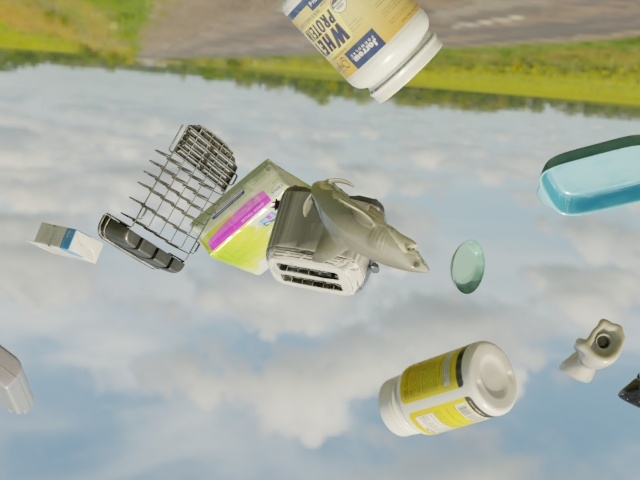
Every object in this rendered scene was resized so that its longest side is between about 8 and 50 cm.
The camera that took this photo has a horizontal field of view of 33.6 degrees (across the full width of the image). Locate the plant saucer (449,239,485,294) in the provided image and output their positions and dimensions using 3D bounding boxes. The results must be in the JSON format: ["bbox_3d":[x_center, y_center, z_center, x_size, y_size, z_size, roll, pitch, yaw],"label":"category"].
[{"bbox_3d":[0.313,0.057,2.287,0.021,0.119,0.119,6,-172,43],"label":"plant saucer"}]

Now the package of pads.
[{"bbox_3d":[-0.123,-0.039,2.236,0.101,0.229,0.296,53,-171,19],"label":"package of pads"}]

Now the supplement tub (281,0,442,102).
[{"bbox_3d":[0.094,-0.481,2.333,0.316,0.228,0.228,46,-175,-8],"label":"supplement tub"}]

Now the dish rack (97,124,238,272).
[{"bbox_3d":[-0.269,-0.081,1.965,0.074,0.272,0.208,24,171,32],"label":"dish rack"}]

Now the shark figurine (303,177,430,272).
[{"bbox_3d":[0.018,-0.024,1.557,0.166,0.116,0.278,27,-170,-42],"label":"shark figurine"}]

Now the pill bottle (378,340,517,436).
[{"bbox_3d":[0.198,0.242,1.691,0.119,0.119,0.208,-5,165,-46],"label":"pill bottle"}]

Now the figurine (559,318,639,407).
[{"bbox_3d":[0.581,0.255,2.067,0.214,0.092,0.209,24,156,8],"label":"figurine"}]

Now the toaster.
[{"bbox_3d":[0.000,0.000,1.819,0.226,0.147,0.129,11,152,15],"label":"toaster"}]

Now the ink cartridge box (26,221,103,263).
[{"bbox_3d":[-0.308,0.001,1.275,0.083,0.028,0.048,10,165,37],"label":"ink cartridge box"}]

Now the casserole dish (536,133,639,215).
[{"bbox_3d":[0.380,-0.089,1.407,0.188,0.037,0.114,-13,139,28],"label":"casserole dish"}]

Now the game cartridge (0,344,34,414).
[{"bbox_3d":[-0.590,0.160,1.685,0.297,0.062,0.198,32,150,8],"label":"game cartridge"}]
